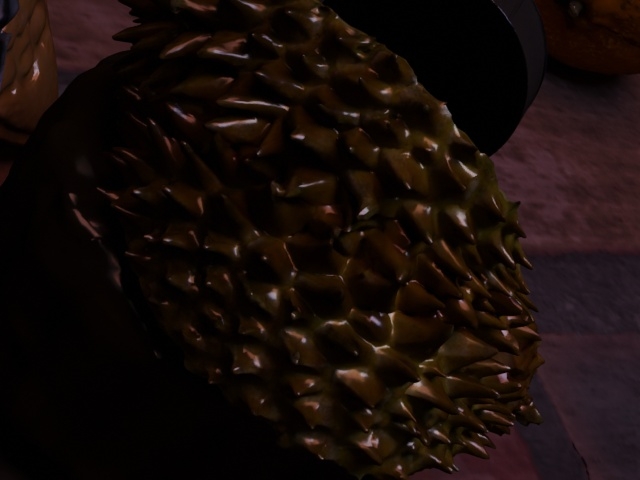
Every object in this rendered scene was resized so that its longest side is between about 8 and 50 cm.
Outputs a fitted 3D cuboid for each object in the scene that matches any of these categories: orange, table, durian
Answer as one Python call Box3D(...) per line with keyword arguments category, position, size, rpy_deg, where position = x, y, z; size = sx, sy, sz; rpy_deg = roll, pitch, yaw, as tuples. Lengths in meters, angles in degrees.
Box3D(category="orange", position=(0.201, -0.199, 1.206), size=(0.193, 0.193, 0.161), rpy_deg=(31, 62, -13))
Box3D(category="table", position=(0.061, -0.106, 1.017), size=(0.133, 0.133, 0.043), rpy_deg=(38, 37, -3))
Box3D(category="durian", position=(0.000, 0.000, 0.703), size=(0.252, 0.144, 0.139), rpy_deg=(38, 0, -2))

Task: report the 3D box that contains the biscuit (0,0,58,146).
Box3D(category="biscuit", position=(-0.162, -0.129, 0.788), size=(0.035, 0.250, 0.162), rpy_deg=(7, 55, 18))

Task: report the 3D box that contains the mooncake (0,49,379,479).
Box3D(category="mooncake", position=(-0.047, 0.029, 0.792), size=(0.228, 0.124, 0.228), rpy_deg=(28, 38, -25))

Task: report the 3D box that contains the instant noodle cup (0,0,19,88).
Box3D(category="instant noodle cup", position=(-0.262, -0.087, 0.639), size=(0.181, 0.302, 0.258), rpy_deg=(-20, 99, -35))
